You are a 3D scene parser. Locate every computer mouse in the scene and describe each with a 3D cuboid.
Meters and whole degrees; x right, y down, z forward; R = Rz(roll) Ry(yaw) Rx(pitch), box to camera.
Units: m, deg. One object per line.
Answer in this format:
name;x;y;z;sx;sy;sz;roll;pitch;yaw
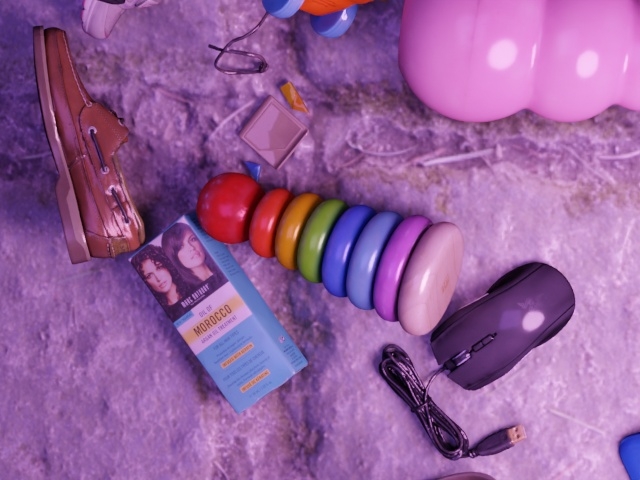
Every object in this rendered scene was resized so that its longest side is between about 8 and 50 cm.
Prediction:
computer mouse;0.209;0.157;1.593;0.262;0.060;0.184;-33;87;18

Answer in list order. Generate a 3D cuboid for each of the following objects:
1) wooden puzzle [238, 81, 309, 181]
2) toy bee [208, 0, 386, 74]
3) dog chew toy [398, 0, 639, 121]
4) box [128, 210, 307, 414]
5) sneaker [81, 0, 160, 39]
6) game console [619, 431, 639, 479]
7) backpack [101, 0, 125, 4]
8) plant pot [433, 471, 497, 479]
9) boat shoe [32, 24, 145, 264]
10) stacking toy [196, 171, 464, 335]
wooden puzzle;-0.057;-0.136;1.657;0.116;0.014;0.078;-43;80;17
toy bee;-0.026;-0.323;1.549;0.298;0.195;0.162;-9;70;28
dog chew toy;0.257;-0.222;1.466;0.332;0.206;0.206;9;100;6
box;-0.129;0.090;1.682;0.100;0.060;0.244;-37;86;17
sneaker;-0.201;-0.330;1.626;0.111;0.103;0.252;37;121;-14
game console;0.537;0.309;1.536;0.250;0.173;0.293;-26;90;-13
backpack;-0.289;-0.485;1.474;0.290;0.273;0.355;31;92;40
plant pot;0.178;0.462;1.566;0.256;0.256;0.274;-31;104;18
boat shoe;-0.296;-0.127;1.689;0.104;0.111;0.307;-12;92;-8
stacking toy;0.000;0.000;1.609;0.330;0.141;0.141;19;102;20
